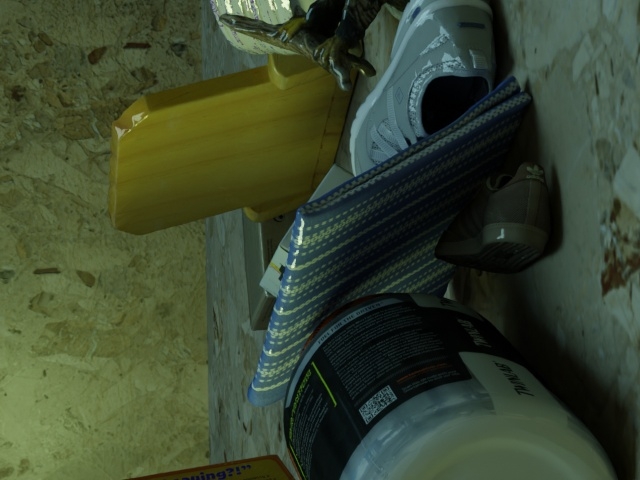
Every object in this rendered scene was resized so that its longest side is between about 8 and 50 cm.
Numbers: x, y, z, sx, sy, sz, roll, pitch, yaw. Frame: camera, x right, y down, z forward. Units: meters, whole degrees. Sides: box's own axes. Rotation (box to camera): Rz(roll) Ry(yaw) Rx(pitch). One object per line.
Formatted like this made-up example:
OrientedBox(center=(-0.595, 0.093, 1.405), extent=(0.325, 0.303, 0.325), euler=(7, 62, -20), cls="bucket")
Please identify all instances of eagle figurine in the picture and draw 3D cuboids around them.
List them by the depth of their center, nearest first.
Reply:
OrientedBox(center=(0.032, -0.295, 1.511), extent=(0.225, 0.226, 0.298), euler=(-72, -3, -70), cls="eagle figurine")

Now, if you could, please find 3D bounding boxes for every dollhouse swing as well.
OrientedBox(center=(-0.128, -0.208, 2.153), extent=(0.347, 0.305, 0.315), euler=(104, 161, -60), cls="dollhouse swing")

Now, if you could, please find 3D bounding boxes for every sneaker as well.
OrientedBox(center=(0.148, -0.016, 1.369), extent=(0.188, 0.066, 0.071), euler=(159, 126, -74), cls="sneaker")
OrientedBox(center=(0.092, -0.096, 1.499), extent=(0.281, 0.105, 0.115), euler=(100, 165, -47), cls="sneaker")

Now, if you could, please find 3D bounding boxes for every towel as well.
OrientedBox(center=(0.048, 0.009, 1.441), extent=(0.040, 0.243, 0.336), euler=(49, 153, 20), cls="towel")

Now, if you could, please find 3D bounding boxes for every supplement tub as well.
OrientedBox(center=(0.086, 0.164, 1.291), extent=(0.338, 0.207, 0.207), euler=(-124, 34, -71), cls="supplement tub")

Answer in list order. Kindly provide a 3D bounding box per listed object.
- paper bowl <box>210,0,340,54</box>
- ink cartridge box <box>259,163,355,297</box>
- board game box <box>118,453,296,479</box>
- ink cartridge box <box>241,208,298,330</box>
OrientedBox(center=(-0.012, -0.338, 1.755), extent=(0.284, 0.148, 0.284), euler=(3, -90, -73), cls="paper bowl")
OrientedBox(center=(0.000, 0.000, 1.966), extent=(0.127, 0.072, 0.175), euler=(-56, -2, -19), cls="ink cartridge box")
OrientedBox(center=(-0.163, 0.537, 2.152), extent=(0.356, 0.357, 0.356), euler=(-136, 43, -59), cls="board game box")
OrientedBox(center=(-0.059, -0.006, 2.406), extent=(0.193, 0.088, 0.234), euler=(116, 150, -72), cls="ink cartridge box")
